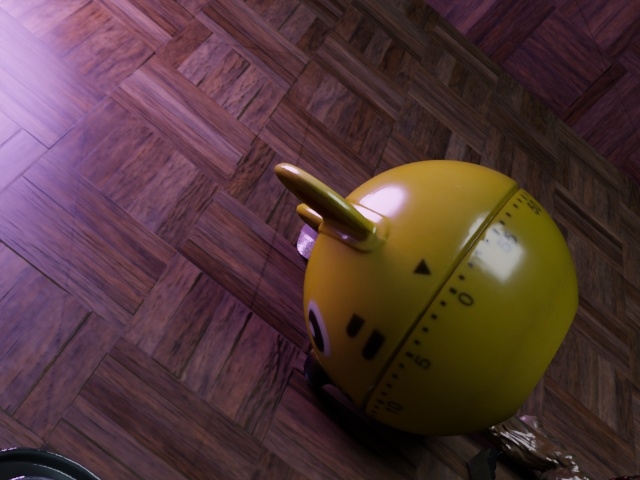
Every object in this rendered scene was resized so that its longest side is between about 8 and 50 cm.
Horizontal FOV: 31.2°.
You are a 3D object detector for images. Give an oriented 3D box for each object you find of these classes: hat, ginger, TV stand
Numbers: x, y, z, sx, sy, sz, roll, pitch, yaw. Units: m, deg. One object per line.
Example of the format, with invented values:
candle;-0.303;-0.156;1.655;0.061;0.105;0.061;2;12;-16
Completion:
hat;0.001;0.001;1.629;0.058;0.042;0.087;30;31;-23
ginger;0.311;0.321;1.568;0.122;0.084;0.290;-38;81;-30
TV stand;0.227;0.362;1.429;0.042;0.036;0.249;31;30;-25

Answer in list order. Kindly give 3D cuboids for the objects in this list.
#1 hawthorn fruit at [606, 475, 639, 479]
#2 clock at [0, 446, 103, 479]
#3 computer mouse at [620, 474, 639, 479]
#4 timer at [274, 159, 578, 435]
hawthorn fruit;0.406;0.422;1.327;0.316;0.316;0.316;32;30;-21
clock;-0.234;0.260;0.961;0.184;0.040;0.184;31;30;-20
computer mouse;0.499;0.421;1.650;0.242;0.077;0.146;30;51;-9
timer;0.109;0.050;1.416;0.387;0.376;0.376;33;26;8
